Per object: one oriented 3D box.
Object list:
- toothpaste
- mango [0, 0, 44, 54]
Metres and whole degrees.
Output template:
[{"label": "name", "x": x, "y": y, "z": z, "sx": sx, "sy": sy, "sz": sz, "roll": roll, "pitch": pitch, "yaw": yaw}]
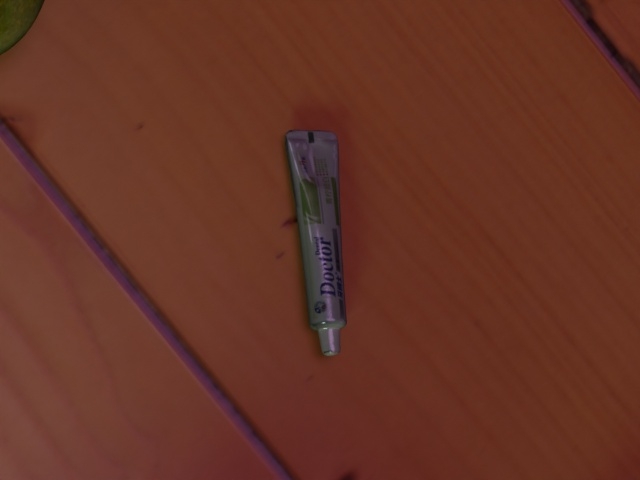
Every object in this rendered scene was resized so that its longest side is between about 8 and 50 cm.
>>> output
[{"label": "toothpaste", "x": 0.000, "y": 0.000, "z": 1.545, "sx": 0.048, "sy": 0.029, "sz": 0.197, "roll": 1, "pitch": 73, "yaw": -22}, {"label": "mango", "x": -0.283, "y": -0.290, "z": 1.452, "sx": 0.146, "sy": 0.129, "sz": 0.289, "roll": -23, "pitch": 92, "yaw": -23}]
